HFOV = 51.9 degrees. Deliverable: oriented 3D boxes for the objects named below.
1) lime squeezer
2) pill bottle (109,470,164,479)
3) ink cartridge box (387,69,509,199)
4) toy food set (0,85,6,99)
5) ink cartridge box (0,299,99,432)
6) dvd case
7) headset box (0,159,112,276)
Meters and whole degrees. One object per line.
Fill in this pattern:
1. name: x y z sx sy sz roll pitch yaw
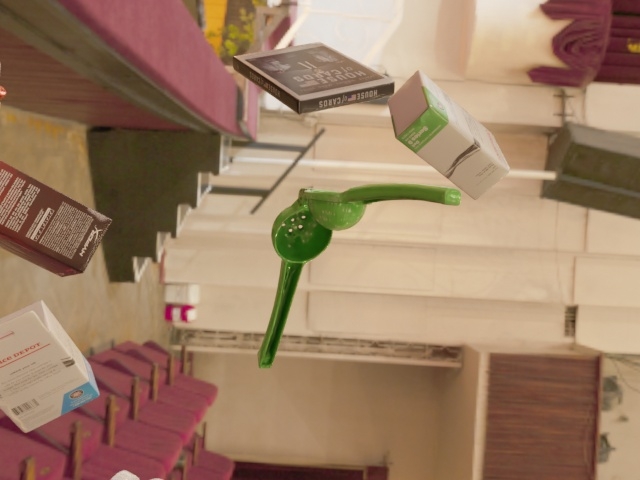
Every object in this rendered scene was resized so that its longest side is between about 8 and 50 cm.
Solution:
1. lime squeezer: 0.000 0.000 0.542 0.310 0.059 0.110 -46 -149 49
2. pill bottle: -0.215 0.393 0.903 0.103 0.184 0.103 -57 161 -32
3. ink cartridge box: 0.321 -0.264 1.664 0.121 0.289 0.211 -43 -153 27
4. toy food set: -0.651 -0.337 1.238 0.104 0.111 0.232 -32 -126 31
5. ink cartridge box: -0.360 0.145 0.804 0.060 0.104 0.180 53 -17 45
6. dvd case: -0.016 -0.277 1.101 0.239 0.179 0.029 42 -39 46
7. headset box: -0.542 -0.051 1.145 0.218 0.293 0.110 -9 -126 58
